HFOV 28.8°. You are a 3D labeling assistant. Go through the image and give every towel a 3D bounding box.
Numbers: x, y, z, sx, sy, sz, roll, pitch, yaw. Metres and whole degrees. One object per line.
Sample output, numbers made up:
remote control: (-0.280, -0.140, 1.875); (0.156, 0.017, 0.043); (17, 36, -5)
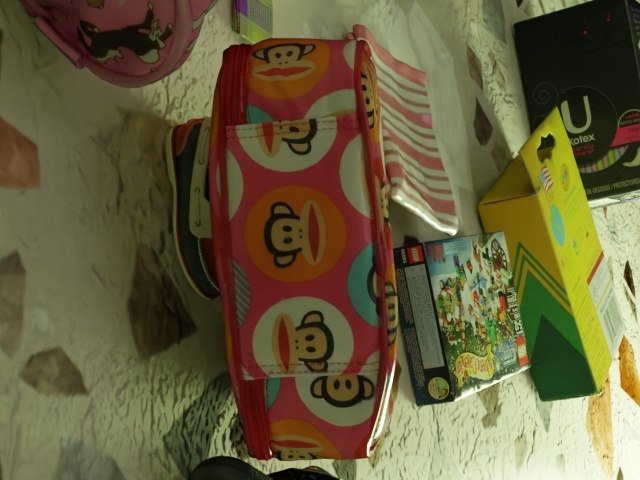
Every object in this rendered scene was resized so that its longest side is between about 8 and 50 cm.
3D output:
towel: (0.086, -0.111, 1.261); (0.144, 0.029, 0.197); (25, 47, -55)
towel: (-0.060, -0.207, 1.085); (0.060, 0.009, 0.083); (24, 59, -57)

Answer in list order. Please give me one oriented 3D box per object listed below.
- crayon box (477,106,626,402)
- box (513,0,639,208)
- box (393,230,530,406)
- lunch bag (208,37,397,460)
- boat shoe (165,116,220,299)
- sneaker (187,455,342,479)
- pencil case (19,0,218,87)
crayon box: (0.287, 0.013, 1.556); (0.202, 0.081, 0.318); (-42, 116, -59)
box: (0.388, -0.186, 1.734); (0.143, 0.165, 0.270); (1, 77, -61)
box: (0.151, 0.076, 1.318); (0.233, 0.044, 0.159); (-8, 85, -62)
lunch bag: (0.000, 0.000, 0.916); (0.258, 0.120, 0.293); (-34, 122, -82)
boat shoe: (-0.083, -0.025, 0.932); (0.049, 0.043, 0.137); (1, 79, -63)
sneaker: (-0.027, 0.202, 0.911); (0.234, 0.078, 0.106); (54, 32, -43)
pencil case: (-0.073, -0.283, 0.859); (0.386, 0.167, 0.160); (-61, 151, -34)
